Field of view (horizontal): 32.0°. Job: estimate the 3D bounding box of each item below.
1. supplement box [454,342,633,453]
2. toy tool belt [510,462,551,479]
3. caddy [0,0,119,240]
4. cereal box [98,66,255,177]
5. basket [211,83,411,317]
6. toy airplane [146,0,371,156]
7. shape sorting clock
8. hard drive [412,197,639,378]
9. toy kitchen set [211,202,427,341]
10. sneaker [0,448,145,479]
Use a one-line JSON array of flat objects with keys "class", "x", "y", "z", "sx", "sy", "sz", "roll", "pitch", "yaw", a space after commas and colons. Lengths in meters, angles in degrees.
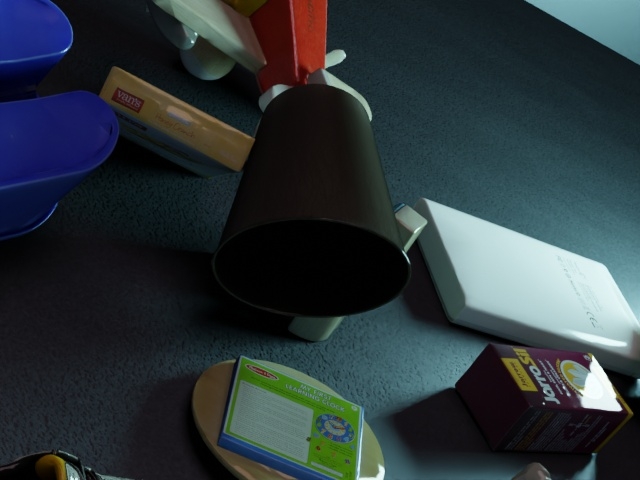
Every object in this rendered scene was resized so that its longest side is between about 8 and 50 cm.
[{"class": "supplement box", "x": 0.272, "y": 0.193, "z": 1.352, "sx": 0.188, "sy": 0.081, "sz": 0.104, "roll": 9, "pitch": 37, "yaw": -36}, {"class": "toy tool belt", "x": 0.239, "y": 0.288, "z": 1.221, "sx": 0.051, "sy": 0.052, "sz": 0.083, "roll": -29, "pitch": 59, "yaw": -24}, {"class": "caddy", "x": -0.367, "y": -0.114, "z": 1.085, "sx": 0.341, "sy": 0.179, "sz": 0.241, "roll": -19, "pitch": 82, "yaw": -56}, {"class": "cereal box", "x": -0.180, "y": -0.130, "z": 1.297, "sx": 0.173, "sy": 0.047, "sz": 0.240, "roll": 27, "pitch": -5, "yaw": -12}, {"class": "basket", "x": -0.009, "y": -0.051, "z": 1.217, "sx": 0.204, "sy": 0.154, "sz": 0.227, "roll": 3, "pitch": 47, "yaw": -3}, {"class": "toy airplane", "x": -0.083, "y": -0.268, "z": 1.565, "sx": 0.386, "sy": 0.272, "sz": 0.384, "roll": 65, "pitch": 35, "yaw": -19}, {"class": "shape sorting clock", "x": -0.031, "y": 0.189, "z": 1.094, "sx": 0.206, "sy": 0.040, "sz": 0.206, "roll": 22, "pitch": 30, "yaw": -13}, {"class": "hard drive", "x": 0.307, "y": 0.071, "z": 1.609, "sx": 0.353, "sy": 0.047, "sz": 0.233, "roll": 18, "pitch": 33, "yaw": -27}, {"class": "toy kitchen set", "x": 0.000, "y": 0.000, "z": 1.328, "sx": 0.166, "sy": 0.122, "sz": 0.207, "roll": 39, "pitch": 29, "yaw": 9}, {"class": "sneaker", "x": -0.190, "y": 0.211, "z": 0.849, "sx": 0.225, "sy": 0.093, "sz": 0.088, "roll": 7, "pitch": 38, "yaw": -40}]
